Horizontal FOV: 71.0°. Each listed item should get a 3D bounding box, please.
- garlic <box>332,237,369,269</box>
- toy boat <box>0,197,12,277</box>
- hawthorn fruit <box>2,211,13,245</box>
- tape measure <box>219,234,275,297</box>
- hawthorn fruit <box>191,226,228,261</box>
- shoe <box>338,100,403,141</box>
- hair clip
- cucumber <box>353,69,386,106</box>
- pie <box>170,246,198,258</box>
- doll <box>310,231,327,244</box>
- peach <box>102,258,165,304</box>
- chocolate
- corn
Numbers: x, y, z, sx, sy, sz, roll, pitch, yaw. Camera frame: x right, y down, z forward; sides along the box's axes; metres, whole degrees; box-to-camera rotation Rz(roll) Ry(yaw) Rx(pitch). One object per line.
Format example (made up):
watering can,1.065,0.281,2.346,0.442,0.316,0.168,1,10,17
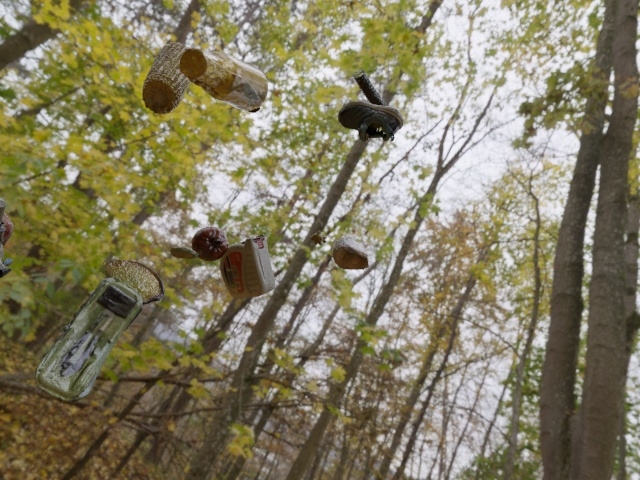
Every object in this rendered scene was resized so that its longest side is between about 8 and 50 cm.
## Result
garlic,0.088,0.042,1.487,0.101,0.087,0.196,9,15,-13
toy boat,-0.866,0.019,1.155,0.140,0.141,0.270,26,-58,13
hawthorn fruit,-1.052,-0.043,1.410,0.156,0.157,0.194,29,-12,4
tape measure,-0.323,0.121,2.005,0.264,0.130,0.259,-11,-84,33
hawthorn fruit,-0.457,0.013,1.827,0.148,0.148,0.172,41,-21,-26
shoe,0.140,-0.348,1.340,0.207,0.106,0.092,19,-26,27
hair clip,-0.571,0.244,1.110,0.138,0.322,0.091,36,-49,-16
cucumber,0.199,-0.612,1.837,0.058,0.058,0.187,7,-28,47
pie,-0.402,0.036,1.316,0.084,0.020,0.084,3,-18,1
doll,-0.004,-0.008,1.961,0.051,0.061,0.093,60,9,8
peach,-0.798,0.179,1.894,0.279,0.189,0.068,38,-53,-8
chocolate,-0.298,-0.493,1.394,0.162,0.162,0.445,28,15,5
corn,-0.504,-0.559,1.516,0.143,0.388,0.144,-3,-50,-3
